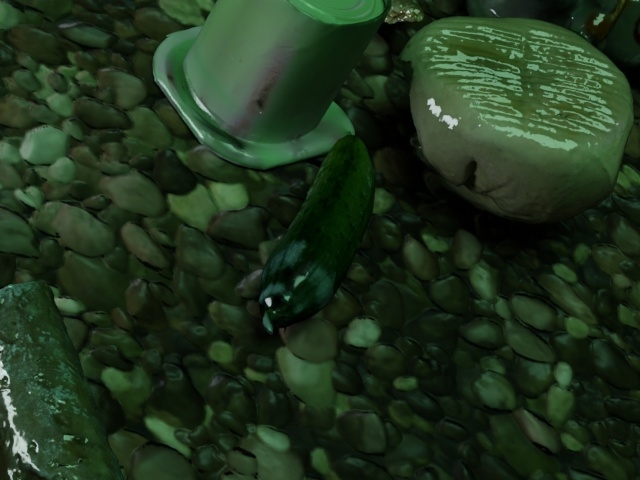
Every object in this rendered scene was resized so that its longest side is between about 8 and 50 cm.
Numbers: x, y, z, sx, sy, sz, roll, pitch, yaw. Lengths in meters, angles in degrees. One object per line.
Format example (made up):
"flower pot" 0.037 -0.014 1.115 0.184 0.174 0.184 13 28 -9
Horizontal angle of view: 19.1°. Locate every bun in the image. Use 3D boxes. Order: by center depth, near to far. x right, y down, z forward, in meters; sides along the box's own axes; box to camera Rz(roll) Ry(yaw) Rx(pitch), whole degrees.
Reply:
"bun" 0.146 -0.090 1.510 0.193 0.128 0.178 13 43 -5

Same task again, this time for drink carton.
"drink carton" -0.030 -0.156 1.449 0.144 0.142 0.146 -16 62 -40

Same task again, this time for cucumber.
"cucumber" 0.000 0.000 1.382 0.056 0.056 0.250 30 39 -2

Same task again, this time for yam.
"yam" -0.171 0.103 1.154 0.078 0.078 0.179 0 51 -32

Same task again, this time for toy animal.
"toy animal" 0.240 -0.205 1.690 0.236 0.108 0.138 1 49 -32

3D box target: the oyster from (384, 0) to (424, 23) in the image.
"oyster" 0.026 -0.231 1.642 0.122 0.045 0.146 8 44 -6
